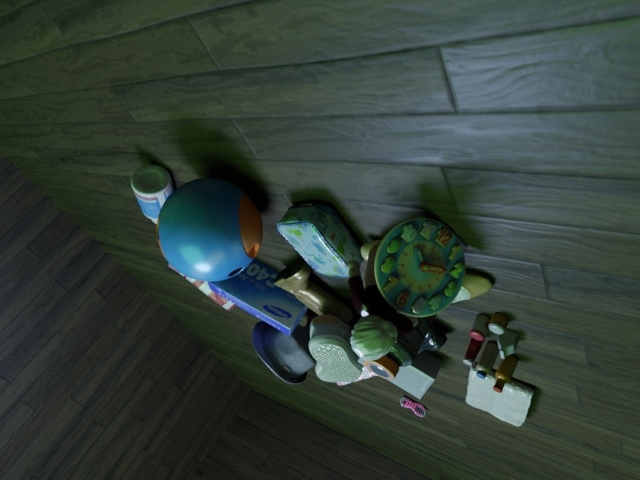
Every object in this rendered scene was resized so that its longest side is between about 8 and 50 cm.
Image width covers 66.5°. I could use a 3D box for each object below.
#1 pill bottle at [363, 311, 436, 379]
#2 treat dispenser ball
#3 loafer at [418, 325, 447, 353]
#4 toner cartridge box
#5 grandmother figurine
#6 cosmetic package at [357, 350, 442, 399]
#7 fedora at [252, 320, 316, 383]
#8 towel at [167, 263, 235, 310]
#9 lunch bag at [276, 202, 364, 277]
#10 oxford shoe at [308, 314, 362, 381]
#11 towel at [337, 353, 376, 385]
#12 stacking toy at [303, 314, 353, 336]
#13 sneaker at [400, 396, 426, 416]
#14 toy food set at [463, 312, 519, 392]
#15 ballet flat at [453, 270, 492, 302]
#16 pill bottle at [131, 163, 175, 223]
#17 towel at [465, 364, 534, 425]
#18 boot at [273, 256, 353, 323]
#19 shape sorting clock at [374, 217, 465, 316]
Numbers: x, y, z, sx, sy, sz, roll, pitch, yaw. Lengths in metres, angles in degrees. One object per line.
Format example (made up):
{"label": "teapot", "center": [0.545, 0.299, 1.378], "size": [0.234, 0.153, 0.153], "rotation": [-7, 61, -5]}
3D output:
{"label": "pill bottle", "center": [0.204, 0.231, 1.252], "size": [0.131, 0.245, 0.130], "rotation": [27, 152, 15]}
{"label": "treat dispenser ball", "center": [-0.305, -0.030, 1.357], "size": [0.288, 0.288, 0.288], "rotation": [27, 153, 15]}
{"label": "loafer", "center": [0.293, 0.290, 1.453], "size": [0.078, 0.076, 0.223], "rotation": [49, 155, 2]}
{"label": "toner cartridge box", "center": [-0.213, 0.178, 1.738], "size": [0.348, 0.165, 0.075], "rotation": [27, 153, 14]}
{"label": "grandmother figurine", "center": [0.132, 0.134, 1.078], "size": [0.208, 0.342, 0.104], "rotation": [32, 122, -4]}
{"label": "cosmetic package", "center": [0.259, 0.393, 1.590], "size": [0.238, 0.107, 0.127], "rotation": [30, 130, 14]}
{"label": "fedora", "center": [-0.107, 0.383, 1.767], "size": [0.124, 0.243, 0.275], "rotation": [-35, 105, 18]}
{"label": "towel", "center": [-0.453, 0.148, 2.013], "size": [0.329, 0.037, 0.237], "rotation": [41, 131, -12]}
{"label": "lunch bag", "center": [0.000, 0.000, 1.278], "size": [0.176, 0.090, 0.219], "rotation": [-3, 135, 50]}
{"label": "oxford shoe", "center": [0.052, 0.383, 1.672], "size": [0.169, 0.130, 0.449], "rotation": [-7, 145, 7]}
{"label": "towel", "center": [0.111, 0.480, 1.837], "size": [0.197, 0.029, 0.144], "rotation": [-25, 113, 32]}
{"label": "stacking toy", "center": [0.066, 0.425, 1.867], "size": [0.309, 0.130, 0.279], "rotation": [42, 153, -15]}
{"label": "sneaker", "center": [0.392, 0.698, 2.054], "size": [0.119, 0.047, 0.057], "rotation": [30, 170, 15]}
{"label": "toy food set", "center": [0.429, 0.282, 1.236], "size": [0.111, 0.104, 0.232], "rotation": [15, 148, 34]}
{"label": "ballet flat", "center": [0.291, 0.116, 1.155], "size": [0.232, 0.073, 0.080], "rotation": [-1, 137, 50]}
{"label": "pill bottle", "center": [-0.546, -0.143, 1.631], "size": [0.124, 0.124, 0.221], "rotation": [30, 152, 9]}
{"label": "towel", "center": [0.545, 0.484, 1.505], "size": [0.187, 0.049, 0.282], "rotation": [19, 150, 27]}
{"label": "boot", "center": [0.001, 0.173, 1.584], "size": [0.270, 0.089, 0.236], "rotation": [37, 157, -11]}
{"label": "shape sorting clock", "center": [0.209, 0.055, 1.004], "size": [0.206, 0.206, 0.040], "rotation": [41, 165, -12]}
